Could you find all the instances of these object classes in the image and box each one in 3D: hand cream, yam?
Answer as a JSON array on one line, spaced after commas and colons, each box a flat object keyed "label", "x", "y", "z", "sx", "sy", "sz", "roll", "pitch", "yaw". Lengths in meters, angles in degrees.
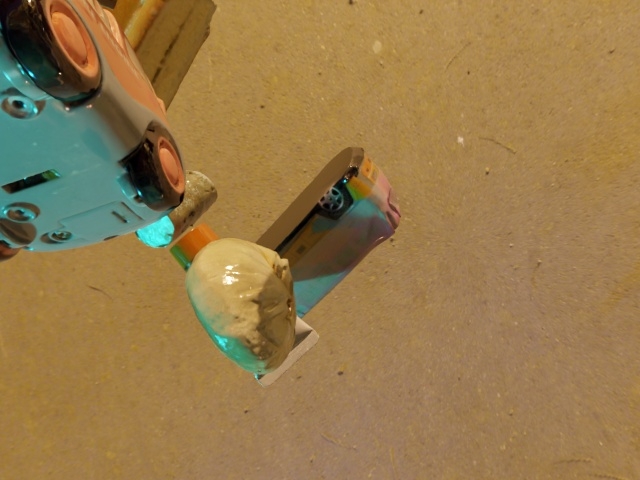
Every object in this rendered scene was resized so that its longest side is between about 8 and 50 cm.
[{"label": "hand cream", "x": -0.142, "y": 0.108, "z": 0.933, "sx": 0.139, "sy": 0.089, "sz": 0.314, "roll": -37, "pitch": 90, "yaw": -14}, {"label": "yam", "x": -0.293, "y": -0.074, "z": 1.033, "sx": 0.107, "sy": 0.194, "sz": 0.107, "roll": 10, "pitch": 122, "yaw": 16}]

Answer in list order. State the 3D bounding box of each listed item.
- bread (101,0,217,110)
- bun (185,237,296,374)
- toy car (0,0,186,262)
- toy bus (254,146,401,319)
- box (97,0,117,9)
[{"label": "bread", "x": -0.297, "y": -0.304, "z": 0.717, "sx": 0.239, "sy": 0.111, "sz": 0.246, "roll": 34, "pitch": 94, "yaw": 20}, {"label": "bun", "x": -0.093, "y": 0.080, "z": 0.723, "sx": 0.127, "sy": 0.222, "sz": 0.222, "roll": -36, "pitch": 80, "yaw": 5}, {"label": "toy car", "x": -0.229, "y": -0.123, "z": 0.394, "sx": 0.180, "sy": 0.270, "sz": 0.212, "roll": -17, "pitch": 59, "yaw": 5}, {"label": "toy bus", "x": 0.000, "y": 0.000, "z": 1.019, "sx": 0.162, "sy": 0.171, "sz": 0.386, "roll": 37, "pitch": 113, "yaw": -17}, {"label": "box", "x": -0.297, "y": -0.322, "z": 0.620, "sx": 0.083, "sy": 0.053, "sz": 0.024, "roll": 42, "pitch": 113, "yaw": 15}]
